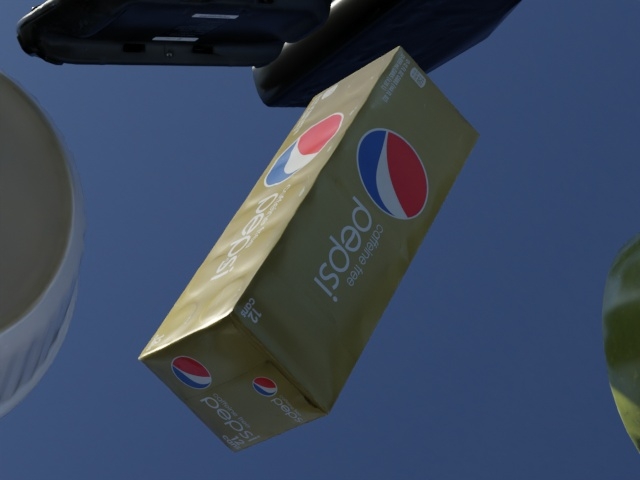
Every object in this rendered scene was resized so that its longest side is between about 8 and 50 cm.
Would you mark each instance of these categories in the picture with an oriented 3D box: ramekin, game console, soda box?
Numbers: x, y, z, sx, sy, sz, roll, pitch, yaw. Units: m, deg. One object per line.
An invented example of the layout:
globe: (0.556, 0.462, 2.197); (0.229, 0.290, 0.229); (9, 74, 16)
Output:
ramekin: (-0.269, -0.008, 1.048); (0.272, 0.127, 0.273); (10, -116, -21)
game console: (-0.019, -0.149, 1.112); (0.213, 0.361, 0.044); (-32, -110, 45)
soda box: (0.000, 0.000, 0.707); (0.061, 0.058, 0.181); (-27, -157, 43)

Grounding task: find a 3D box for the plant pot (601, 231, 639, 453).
plant pot: (0.295, 0.031, 0.814); (0.293, 0.274, 0.275); (-14, -108, 37)
